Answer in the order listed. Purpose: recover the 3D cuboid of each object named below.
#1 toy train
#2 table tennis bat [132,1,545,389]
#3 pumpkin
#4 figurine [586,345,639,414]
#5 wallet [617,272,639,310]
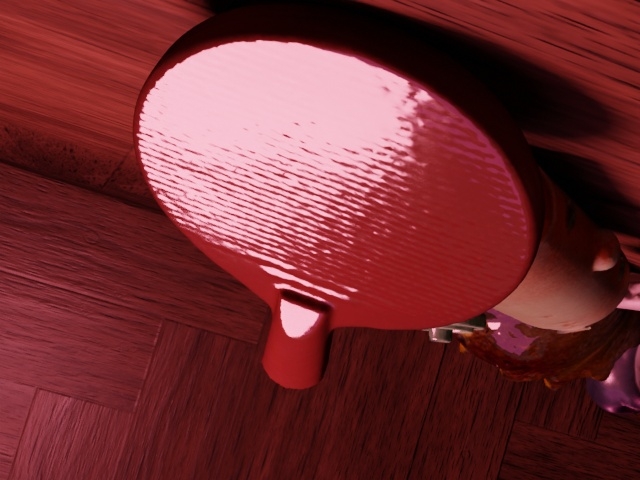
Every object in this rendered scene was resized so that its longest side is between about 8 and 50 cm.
[{"bbox_3d":[0.106,0.003,0.704,0.177,0.116,0.285,1,169,26],"label":"toy train"},{"bbox_3d":[0.000,0.000,0.547,0.200,0.038,0.310,20,150,5],"label":"table tennis bat"},{"bbox_3d":[0.184,0.062,0.957,0.254,0.130,0.149,18,177,2],"label":"pumpkin"},{"bbox_3d":[0.453,0.176,1.459,0.222,0.145,0.145,18,177,-36],"label":"figurine"},{"bbox_3d":[0.298,0.047,0.825,0.183,0.032,0.124,9,178,-20],"label":"wallet"}]
